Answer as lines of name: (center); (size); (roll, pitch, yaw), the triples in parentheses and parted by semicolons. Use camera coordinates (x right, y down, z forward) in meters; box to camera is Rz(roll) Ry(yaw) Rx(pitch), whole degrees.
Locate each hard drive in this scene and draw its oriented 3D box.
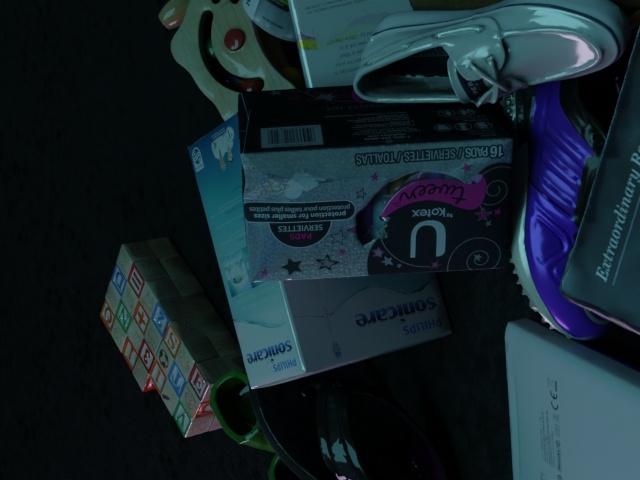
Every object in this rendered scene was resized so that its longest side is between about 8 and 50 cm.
hard drive: (0.269, 0.212, 1.000); (0.318, 0.040, 0.210); (-152, 54, -68)

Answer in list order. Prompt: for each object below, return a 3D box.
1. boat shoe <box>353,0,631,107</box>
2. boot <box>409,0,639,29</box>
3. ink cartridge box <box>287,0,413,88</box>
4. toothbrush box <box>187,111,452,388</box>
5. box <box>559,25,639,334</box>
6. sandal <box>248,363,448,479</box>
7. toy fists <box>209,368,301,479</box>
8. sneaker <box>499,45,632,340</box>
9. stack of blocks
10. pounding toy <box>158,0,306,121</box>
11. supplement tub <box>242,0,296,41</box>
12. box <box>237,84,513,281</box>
boat shoe: (0.144, -0.156, 0.959); (0.258, 0.084, 0.095); (-1, 139, 42)
boot: (0.211, -0.241, 0.954); (0.305, 0.115, 0.112); (-17, 44, 39)
ink cartridge box: (0.052, -0.216, 1.169); (0.093, 0.154, 0.212); (72, -175, -86)
toothbrush box: (0.000, 0.000, 1.253); (0.126, 0.216, 0.296); (-26, 78, 54)
box: (0.396, -0.034, 0.667); (0.395, 0.212, 0.294); (28, 113, 40)
sandal: (0.084, 0.271, 1.258); (0.446, 0.167, 0.107); (50, 139, 21)
toy fists: (-0.022, 0.267, 1.412); (0.096, 0.142, 0.279); (-53, 51, 6)
sneaker: (0.253, -0.051, 0.998); (0.146, 0.102, 0.293); (-6, 93, 53)
stack of blocks: (-0.231, 0.160, 1.702); (0.297, 0.087, 0.171); (53, 136, 31)
pounding toy: (-0.089, -0.260, 1.433); (0.154, 0.155, 0.269); (-44, 70, 16)
supplement tub: (-0.011, -0.338, 1.269); (0.117, 0.117, 0.190); (55, 137, 29)
box: (0.047, -0.058, 1.054); (0.163, 0.247, 0.142); (-99, 5, -61)
